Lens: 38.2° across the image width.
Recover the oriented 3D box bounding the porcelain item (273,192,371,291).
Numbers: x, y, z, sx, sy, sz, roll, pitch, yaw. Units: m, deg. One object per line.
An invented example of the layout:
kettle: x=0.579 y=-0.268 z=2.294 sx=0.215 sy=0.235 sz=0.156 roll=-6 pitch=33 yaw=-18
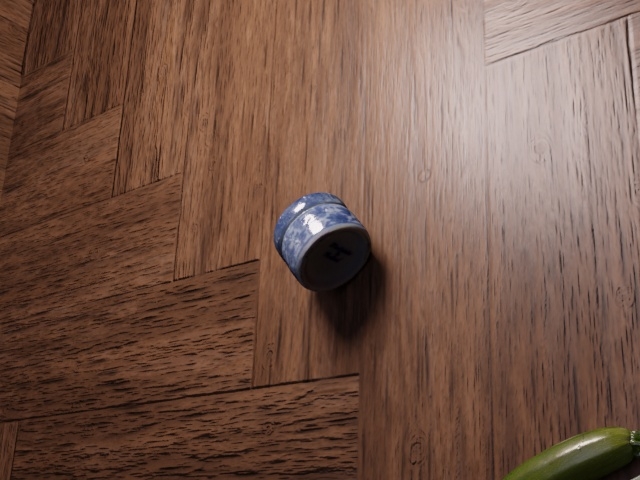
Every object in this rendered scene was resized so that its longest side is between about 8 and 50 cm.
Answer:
porcelain item: x=0.000 y=0.000 z=1.581 sx=0.147 sy=0.147 sz=0.114 roll=-50 pitch=48 yaw=15

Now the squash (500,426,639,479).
squash: x=0.325 y=0.302 z=1.224 sx=0.252 sy=0.066 sz=0.066 roll=-36 pitch=52 yaw=24

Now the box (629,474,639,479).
box: x=0.488 y=0.369 z=1.065 sx=0.211 sy=0.045 sz=0.270 roll=-39 pitch=51 yaw=23
